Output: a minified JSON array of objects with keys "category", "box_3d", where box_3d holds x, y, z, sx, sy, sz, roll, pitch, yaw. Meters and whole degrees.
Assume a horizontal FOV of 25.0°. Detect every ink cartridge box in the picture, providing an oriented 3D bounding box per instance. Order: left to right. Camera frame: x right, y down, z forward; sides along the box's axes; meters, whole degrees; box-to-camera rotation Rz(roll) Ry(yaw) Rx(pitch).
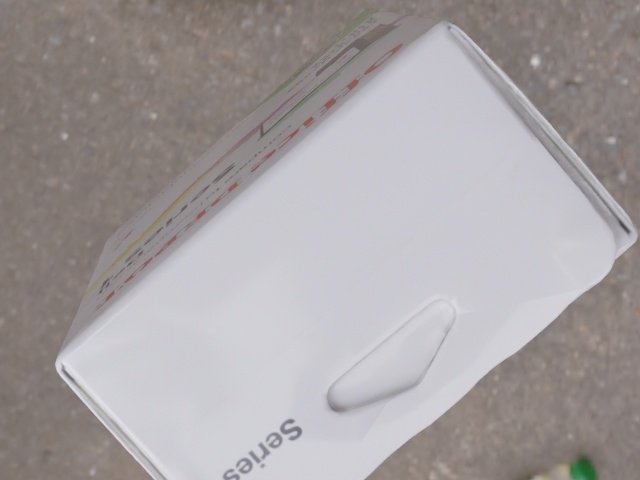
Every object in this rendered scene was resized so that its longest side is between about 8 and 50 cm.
[{"category":"ink cartridge box","box_3d":[0.000,0.000,0.664,0.201,0.278,0.117,-41,100,3]}]
